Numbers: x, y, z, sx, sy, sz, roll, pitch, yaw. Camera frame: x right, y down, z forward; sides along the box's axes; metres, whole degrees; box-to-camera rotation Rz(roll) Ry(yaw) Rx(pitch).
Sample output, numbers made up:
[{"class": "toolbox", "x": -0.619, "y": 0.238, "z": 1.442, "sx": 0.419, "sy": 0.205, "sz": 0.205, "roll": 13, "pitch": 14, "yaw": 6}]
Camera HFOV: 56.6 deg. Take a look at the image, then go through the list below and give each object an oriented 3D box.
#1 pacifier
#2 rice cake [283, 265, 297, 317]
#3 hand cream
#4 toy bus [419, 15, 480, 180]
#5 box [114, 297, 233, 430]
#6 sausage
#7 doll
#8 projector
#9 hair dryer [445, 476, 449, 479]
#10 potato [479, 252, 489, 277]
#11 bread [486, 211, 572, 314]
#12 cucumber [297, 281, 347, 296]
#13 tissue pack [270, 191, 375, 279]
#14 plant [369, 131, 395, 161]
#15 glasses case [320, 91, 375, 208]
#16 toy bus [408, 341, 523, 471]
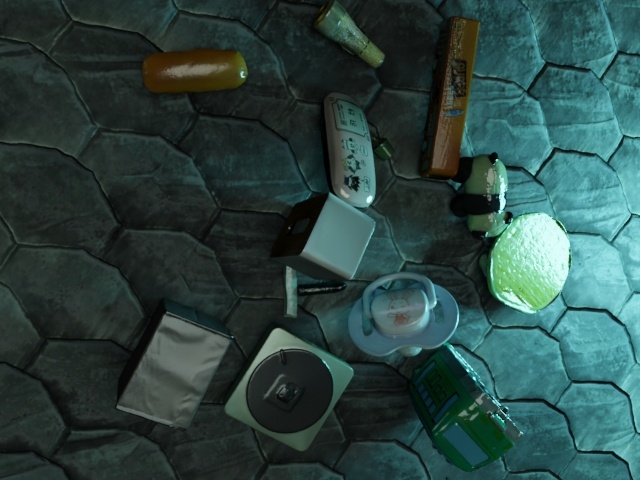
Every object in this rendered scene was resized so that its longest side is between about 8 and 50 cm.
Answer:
[{"class": "pacifier", "x": 0.217, "y": 0.219, "z": 1.567, "sx": 0.286, "sy": 0.239, "sz": 0.226, "roll": -11, "pitch": 135, "yaw": 5}, {"class": "rice cake", "x": -0.079, "y": 0.120, "z": 1.538, "sx": 0.033, "sy": 0.029, "sz": 0.171, "roll": -4, "pitch": 101, "yaw": -19}, {"class": "hand cream", "x": 0.079, "y": -0.499, "z": 1.460, "sx": 0.203, "sy": 0.084, "sz": 0.084, "roll": 32, "pitch": 90, "yaw": -23}, {"class": "toy bus", "x": 0.328, "y": -0.360, "z": 1.528, "sx": 0.093, "sy": 0.092, "sz": 0.409, "roll": 6, "pitch": 96, "yaw": -12}, {"class": "box", "x": -0.354, "y": 0.291, "z": 1.435, "sx": 0.188, "sy": 0.153, "sz": 0.252, "roll": 25, "pitch": 92, "yaw": -18}, {"class": "sausage", "x": -0.289, "y": -0.393, "z": 1.375, "sx": 0.238, "sy": 0.098, "sz": 0.098, "roll": -7, "pitch": 100, "yaw": -10}, {"class": "doll", "x": 0.430, "y": -0.119, "z": 1.572, "sx": 0.143, "sy": 0.135, "sz": 0.235, "roll": -7, "pitch": 104, "yaw": -10}, {"class": "projector", "x": -0.084, "y": 0.381, "z": 1.551, "sx": 0.257, "sy": 0.079, "sz": 0.259, "roll": 32, "pitch": 90, "yaw": -16}, {"class": "hair dryer", "x": 0.403, "y": 0.795, "z": 1.756, "sx": 0.173, "sy": 0.050, "sz": 0.195, "roll": 5, "pitch": 94, "yaw": -17}, {"class": "potato", "x": 0.470, "y": 0.069, "z": 1.663, "sx": 0.037, "sy": 0.036, "sz": 0.093, "roll": -41, "pitch": 117, "yaw": -35}, {"class": "bread", "x": 0.586, "y": 0.059, "z": 1.667, "sx": 0.301, "sy": 0.045, "sz": 0.302, "roll": -5, "pitch": 102, "yaw": -24}, {"class": "cucumber", "x": 0.006, "y": 0.126, "z": 1.558, "sx": 0.133, "sy": 0.032, "sz": 0.032, "roll": -5, "pitch": 100, "yaw": -14}, {"class": "tissue pack", "x": 0.001, "y": -0.001, "z": 1.414, "sx": 0.135, "sy": 0.246, "sz": 0.160, "roll": 29, "pitch": 76, "yaw": -18}, {"class": "plant", "x": 0.144, "y": -0.253, "z": 1.522, "sx": 0.051, "sy": 0.051, "sz": 0.102, "roll": -45, "pitch": 100, "yaw": -3}, {"class": "glasses case", "x": 0.065, "y": -0.219, "z": 1.428, "sx": 0.122, "sy": 0.075, "sz": 0.315, "roll": 13, "pitch": 60, "yaw": -34}, {"class": "toy bus", "x": 0.353, "y": 0.430, "z": 1.538, "sx": 0.199, "sy": 0.343, "sz": 0.183, "roll": -42, "pitch": 100, "yaw": 4}]
